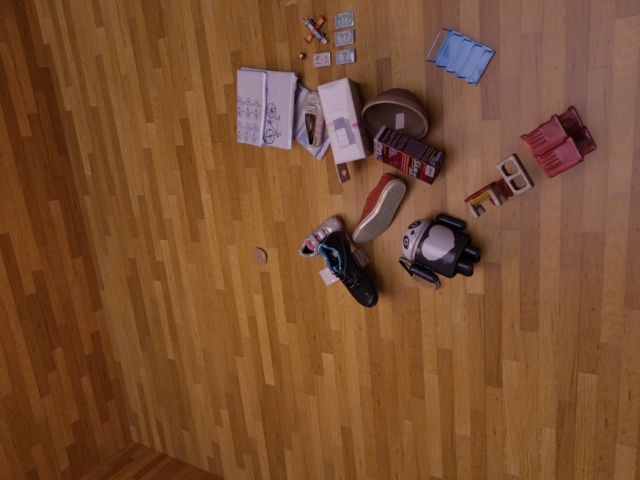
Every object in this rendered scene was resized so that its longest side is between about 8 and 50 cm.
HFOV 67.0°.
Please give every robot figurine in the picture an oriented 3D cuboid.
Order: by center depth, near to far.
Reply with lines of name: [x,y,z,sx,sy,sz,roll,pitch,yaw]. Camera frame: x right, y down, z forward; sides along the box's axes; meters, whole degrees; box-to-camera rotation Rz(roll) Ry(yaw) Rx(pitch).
robot figurine: [0.427,0.029,1.733,0.278,0.209,0.173,26,130,24]

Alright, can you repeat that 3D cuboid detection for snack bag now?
snack bag: [-0.234,-0.549,2.031,0.342,0.037,0.323,20,114,36]

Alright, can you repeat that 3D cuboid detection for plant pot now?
plant pot: [0.270,-0.452,1.693,0.237,0.237,0.109,7,67,31]

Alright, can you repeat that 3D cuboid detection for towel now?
towel: [-0.053,-0.487,1.966,0.285,0.034,0.209,43,122,15]

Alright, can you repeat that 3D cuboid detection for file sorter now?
file sorter: [0.449,-0.597,1.564,0.170,0.104,0.118,37,121,19]

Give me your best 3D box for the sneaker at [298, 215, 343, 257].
sneaker: [0.000,0.000,2.038,0.103,0.111,0.252,48,124,11]

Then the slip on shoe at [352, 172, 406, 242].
slip on shoe: [0.218,-0.120,1.874,0.331,0.123,0.101,-63,37,35]

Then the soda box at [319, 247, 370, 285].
soda box: [0.101,0.112,2.035,0.216,0.069,0.074,-31,87,35]

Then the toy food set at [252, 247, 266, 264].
toy food set: [-0.291,0.077,2.306,0.083,0.020,0.082,14,113,28]

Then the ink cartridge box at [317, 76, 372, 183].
ink cartridge box: [0.104,-0.399,1.777,0.119,0.207,0.353,-11,100,16]

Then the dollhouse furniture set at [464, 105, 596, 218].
dollhouse furniture set: [0.631,-0.239,1.512,0.374,0.201,0.152,-34,86,42]

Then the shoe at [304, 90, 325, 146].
shoe: [-0.024,-0.475,1.895,0.076,0.058,0.219,8,106,31]

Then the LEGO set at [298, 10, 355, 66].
LEGO set: [0.011,-0.756,1.826,0.244,0.060,0.182,5,104,32]

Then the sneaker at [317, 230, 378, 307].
sneaker: [0.101,0.132,1.914,0.125,0.139,0.341,-37,86,34]

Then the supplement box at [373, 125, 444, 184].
supplement box: [0.309,-0.301,1.714,0.239,0.130,0.073,28,74,17]

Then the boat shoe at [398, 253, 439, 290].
boat shoe: [0.372,0.131,1.864,0.190,0.072,0.068,40,122,16]
